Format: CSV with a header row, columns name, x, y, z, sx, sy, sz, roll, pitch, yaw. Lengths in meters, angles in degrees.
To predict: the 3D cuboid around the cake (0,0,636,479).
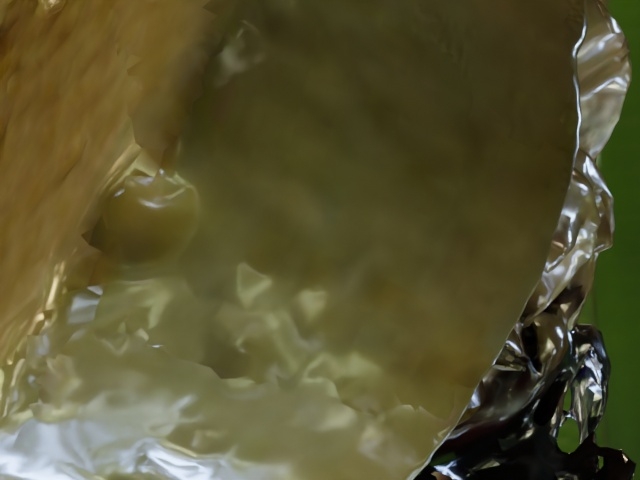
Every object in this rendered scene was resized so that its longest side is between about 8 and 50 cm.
name,x,y,z,sx,sy,sz,roll,pitch,yaw
cake,0.005,-0.003,0.633,0.321,0.332,0.332,24,-161,-30
